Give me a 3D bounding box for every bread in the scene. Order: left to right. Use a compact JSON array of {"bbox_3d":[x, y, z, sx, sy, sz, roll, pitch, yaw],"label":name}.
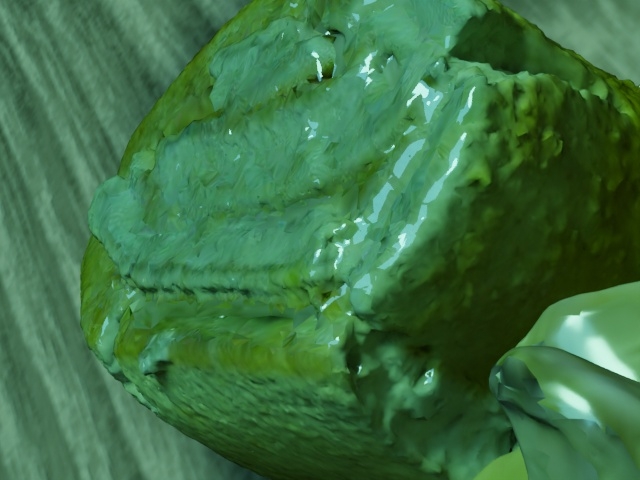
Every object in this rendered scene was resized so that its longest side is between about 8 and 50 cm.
[{"bbox_3d":[0.000,0.000,0.687,0.257,0.124,0.186,-13,54,48],"label":"bread"}]

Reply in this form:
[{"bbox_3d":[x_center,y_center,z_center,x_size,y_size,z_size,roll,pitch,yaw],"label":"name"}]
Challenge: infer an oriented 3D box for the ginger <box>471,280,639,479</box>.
[{"bbox_3d":[0.099,0.140,0.349,0.413,0.211,0.358,-38,39,37],"label":"ginger"}]
